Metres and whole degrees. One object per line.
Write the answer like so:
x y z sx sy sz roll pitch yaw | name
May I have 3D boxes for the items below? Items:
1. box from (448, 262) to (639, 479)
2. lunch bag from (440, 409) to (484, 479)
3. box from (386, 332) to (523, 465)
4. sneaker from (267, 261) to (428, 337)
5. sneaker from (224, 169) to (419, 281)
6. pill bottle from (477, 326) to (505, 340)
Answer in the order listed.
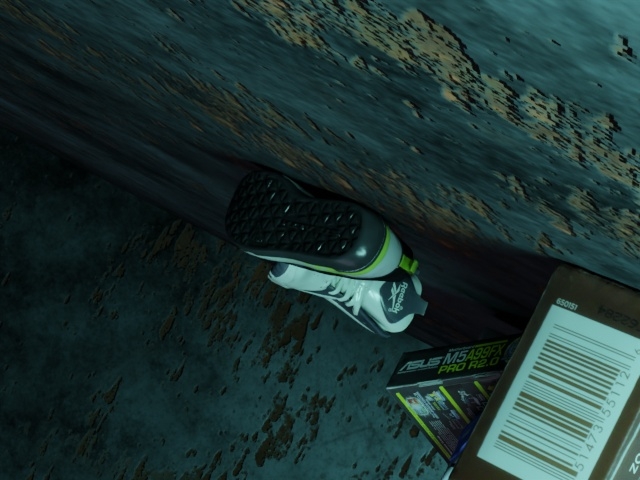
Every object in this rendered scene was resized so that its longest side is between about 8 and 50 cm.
0.288 0.185 1.349 0.143 0.191 0.381 24 175 44 | box
0.264 0.240 1.794 0.243 0.115 0.303 35 143 -2 | lunch bag
0.234 0.222 1.933 0.216 0.060 0.270 -14 124 44 | box
0.040 0.038 1.830 0.153 0.094 0.235 25 176 11 | sneaker
0.000 0.000 1.667 0.097 0.084 0.234 29 176 -41 | sneaker
0.272 0.190 2.023 0.221 0.124 0.124 27 176 5 | pill bottle
